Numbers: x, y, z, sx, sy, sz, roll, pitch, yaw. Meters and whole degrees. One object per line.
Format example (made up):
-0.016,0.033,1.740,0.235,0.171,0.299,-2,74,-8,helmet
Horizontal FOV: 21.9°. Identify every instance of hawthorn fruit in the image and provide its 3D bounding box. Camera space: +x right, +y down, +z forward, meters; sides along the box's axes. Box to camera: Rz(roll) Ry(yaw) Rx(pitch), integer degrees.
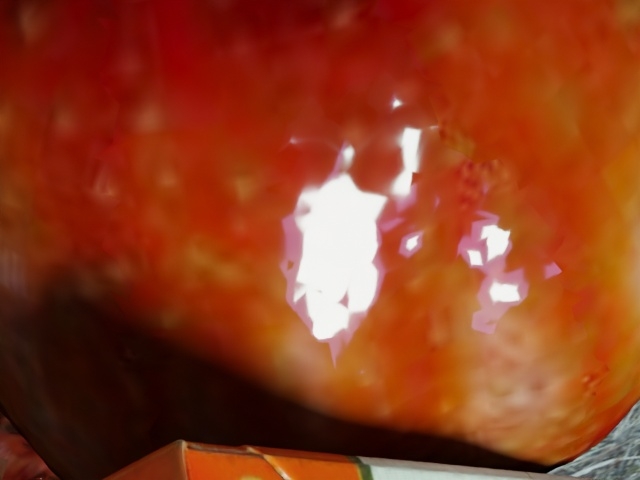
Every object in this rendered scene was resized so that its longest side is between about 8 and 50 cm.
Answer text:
-0.017,-0.068,0.544,0.287,0.287,0.330,-18,126,-8,hawthorn fruit

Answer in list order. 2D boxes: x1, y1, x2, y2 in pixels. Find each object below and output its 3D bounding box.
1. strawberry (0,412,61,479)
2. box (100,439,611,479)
-0.133,0.200,0.845,0.238,0.250,0.288,-48,165,22,strawberry
-0.001,0.108,0.512,0.139,0.035,0.245,-30,154,31,box
